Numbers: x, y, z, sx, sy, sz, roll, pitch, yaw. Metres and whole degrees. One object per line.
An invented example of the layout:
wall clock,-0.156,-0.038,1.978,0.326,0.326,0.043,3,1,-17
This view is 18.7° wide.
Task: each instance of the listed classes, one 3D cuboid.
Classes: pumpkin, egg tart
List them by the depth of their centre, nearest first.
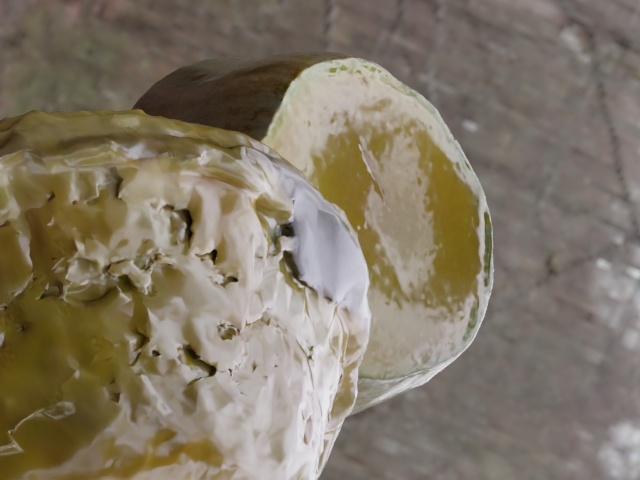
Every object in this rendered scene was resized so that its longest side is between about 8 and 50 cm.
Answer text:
egg tart,-0.145,0.135,1.079,0.178,0.443,0.443,48,-63,41
pumpkin,0.000,0.000,1.611,0.199,0.332,0.332,-5,-123,44
